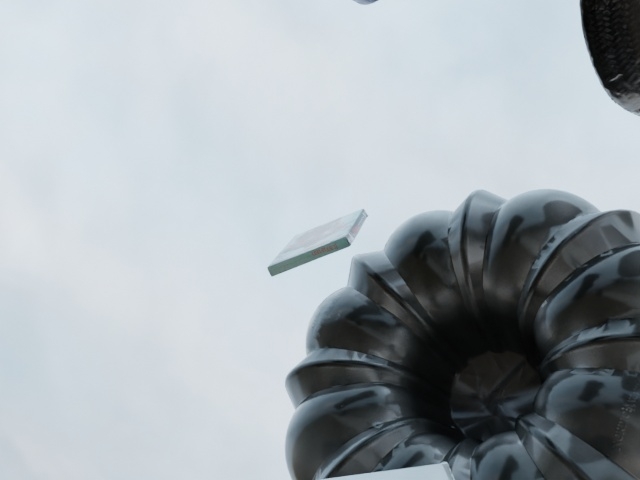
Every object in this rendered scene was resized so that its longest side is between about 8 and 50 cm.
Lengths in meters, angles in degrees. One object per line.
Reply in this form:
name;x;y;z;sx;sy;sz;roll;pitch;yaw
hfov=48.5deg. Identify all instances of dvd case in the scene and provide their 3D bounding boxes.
dvd case;0.000;0.000;0.730;0.087;0.119;0.013;-21;-79;17

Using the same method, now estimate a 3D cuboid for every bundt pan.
bundt pan;0.111;0.099;0.463;0.330;0.331;0.124;-12;-39;30

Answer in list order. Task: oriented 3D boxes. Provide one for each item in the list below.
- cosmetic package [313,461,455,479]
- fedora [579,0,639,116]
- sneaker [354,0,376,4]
cosmetic package;-0.058;0.158;0.285;0.239;0.060;0.099;-6;-67;-3
fedora;0.249;-0.242;0.425;0.334;0.152;0.334;-15;-45;-16
sneaker;-0.110;-0.217;0.438;0.315;0.127;0.182;31;-91;-19
